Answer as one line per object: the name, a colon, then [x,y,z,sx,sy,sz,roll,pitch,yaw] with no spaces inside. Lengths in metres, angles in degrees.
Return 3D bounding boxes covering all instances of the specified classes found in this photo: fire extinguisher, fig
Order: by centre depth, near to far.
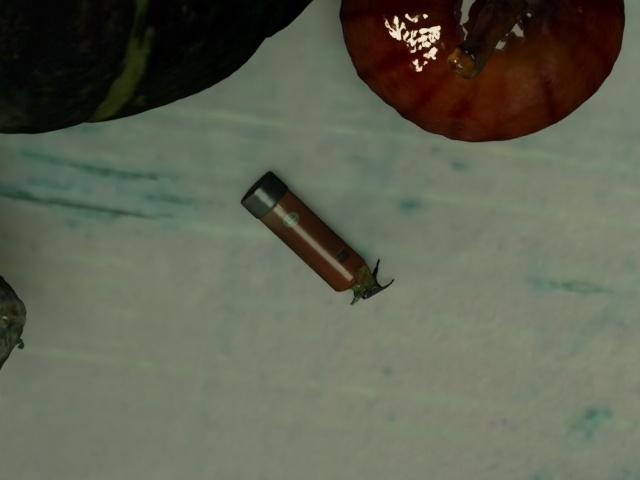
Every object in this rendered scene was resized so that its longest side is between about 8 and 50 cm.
fig: [0.063,-0.106,0.630,0.128,0.150,0.128,-4,82,33]
fire extinguisher: [0.000,0.000,0.701,0.083,0.022,0.028,42,67,-9]

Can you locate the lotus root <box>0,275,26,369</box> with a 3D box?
lotus root: [-0.285,-0.037,0.619,0.349,0.175,0.175,26,100,-12]

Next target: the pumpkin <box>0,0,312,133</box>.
pumpkin: [-0.116,-0.195,0.521,0.323,0.241,0.323,-9,110,-28]
